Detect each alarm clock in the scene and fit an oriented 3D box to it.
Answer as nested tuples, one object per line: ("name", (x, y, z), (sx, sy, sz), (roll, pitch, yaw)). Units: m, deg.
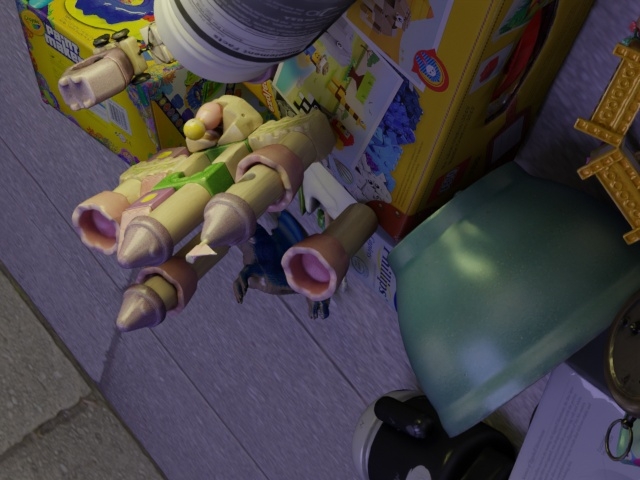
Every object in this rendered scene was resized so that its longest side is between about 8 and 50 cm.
("alarm clock", (0.302, 0.117, 1.145), (0.192, 0.064, 0.129), (-67, 26, 18))

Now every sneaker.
("sneaker", (0.066, -0.078, 1.587), (0.297, 0.111, 0.129), (16, 107, 63))

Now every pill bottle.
("pill bottle", (-0.041, -0.248, 1.104), (0.161, 0.161, 0.283), (56, 154, -1))

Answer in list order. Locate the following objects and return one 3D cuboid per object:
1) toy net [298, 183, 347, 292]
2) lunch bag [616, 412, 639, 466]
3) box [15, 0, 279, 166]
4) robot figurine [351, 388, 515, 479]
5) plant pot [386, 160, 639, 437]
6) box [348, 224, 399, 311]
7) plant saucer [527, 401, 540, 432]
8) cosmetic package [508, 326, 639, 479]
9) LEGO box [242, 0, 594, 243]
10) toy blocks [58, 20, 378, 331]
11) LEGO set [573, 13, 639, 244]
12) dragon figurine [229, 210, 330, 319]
("toy net", (0.000, 0.000, 1.775), (0.232, 0.045, 0.122), (-101, 9, -48))
("lunch bag", (0.450, 0.168, 1.186), (0.262, 0.160, 0.223), (18, 165, -25))
("box", (-0.186, -0.251, 1.649), (0.290, 0.279, 0.177), (35, 146, 34))
("robot figurine", (0.171, 0.321, 1.849), (0.278, 0.173, 0.209), (23, 116, 48))
("plant pot", (0.193, 0.042, 1.341), (0.196, 0.293, 0.293), (53, 154, 7))
("box", (0.097, 0.012, 1.718), (0.137, 0.072, 0.126), (40, 151, 27))
("plant saucer", (0.377, 0.340, 1.660), (0.310, 0.050, 0.310), (39, 148, 30))
("cosmetic package", (0.359, 0.244, 1.435), (0.224, 0.138, 0.224), (39, 137, 28))
("LEGO box", (0.071, -0.293, 1.267), (0.372, 0.193, 0.500), (47, 153, 18))
("toy blocks", (-0.152, -0.051, 1.323), (0.288, 0.260, 0.309), (-8, 115, 38))
("LEGO set", (0.312, -0.117, 1.219), (0.132, 0.107, 0.287), (-6, 116, 22))
("dragon figurine", (-0.078, 0.009, 1.990), (0.085, 0.144, 0.289), (117, 134, -63))
